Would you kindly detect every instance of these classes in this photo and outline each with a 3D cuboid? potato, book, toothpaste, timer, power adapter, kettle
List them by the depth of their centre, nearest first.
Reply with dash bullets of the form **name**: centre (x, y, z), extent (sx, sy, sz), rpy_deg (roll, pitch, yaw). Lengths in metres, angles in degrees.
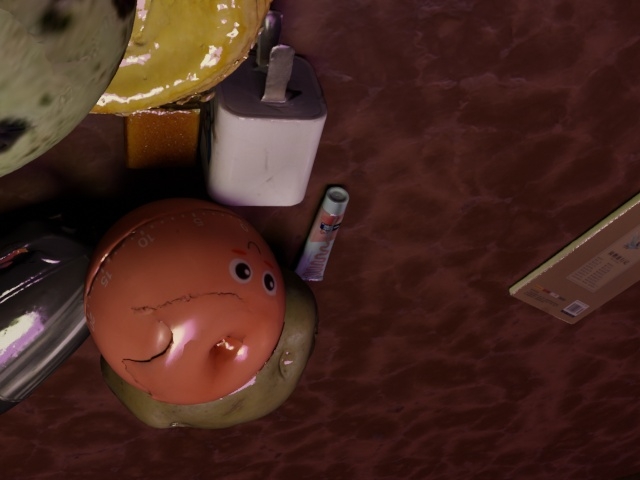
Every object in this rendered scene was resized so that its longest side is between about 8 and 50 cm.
- **power adapter**: centre (-0.064, -0.155, 0.828), extent (0.125, 0.130, 0.205), rpy_deg (0, 136, -17)
- **timer**: centre (-0.155, 0.068, 0.849), extent (0.230, 0.215, 0.229), rpy_deg (-21, 137, -21)
- **kettle**: centre (-0.378, 0.055, 0.928), extent (0.271, 0.207, 0.250), rpy_deg (-37, 136, -1)
- **potato**: centre (-0.158, 0.154, 1.062), extent (0.326, 0.243, 0.221), rpy_deg (-15, 143, -3)
- **toothpaste**: centre (0.000, 0.000, 1.100), extent (0.056, 0.036, 0.205), rpy_deg (-2, 142, -19)
- **book**: centre (0.523, 0.037, 1.318), extent (0.217, 0.021, 0.310), rpy_deg (24, 126, -36)

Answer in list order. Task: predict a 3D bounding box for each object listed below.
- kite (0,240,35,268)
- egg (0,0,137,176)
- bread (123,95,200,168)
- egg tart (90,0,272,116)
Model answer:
- **kite**: centre (-0.405, 0.065, 0.719), extent (0.245, 0.015, 0.141), rpy_deg (-28, 174, -16)
- **egg**: centre (-0.310, -0.163, 0.465), extent (0.379, 0.287, 0.287), rpy_deg (-3, 139, -3)
- **bread**: centre (-0.193, -0.131, 0.885), extent (0.090, 0.035, 0.094), rpy_deg (-1, 138, -15)
- **egg tart**: centre (-0.200, -0.258, 0.675), extent (0.315, 0.120, 0.315), rpy_deg (-8, 138, -8)
